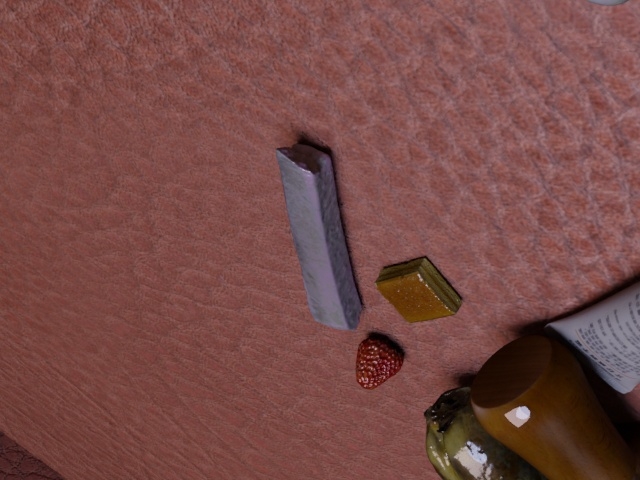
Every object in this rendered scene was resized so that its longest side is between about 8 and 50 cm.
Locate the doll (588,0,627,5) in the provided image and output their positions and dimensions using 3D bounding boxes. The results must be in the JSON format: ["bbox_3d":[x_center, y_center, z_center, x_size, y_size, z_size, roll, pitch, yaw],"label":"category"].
[{"bbox_3d":[0.190,-0.351,0.913,0.174,0.235,0.330,-37,121,10],"label":"doll"}]

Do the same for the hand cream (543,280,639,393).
[{"bbox_3d":[0.391,0.111,1.383,0.139,0.089,0.314,40,151,-1],"label":"hand cream"}]

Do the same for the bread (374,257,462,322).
[{"bbox_3d":[0.136,0.072,1.591,0.090,0.035,0.094,48,144,-20],"label":"bread"}]

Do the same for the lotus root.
[{"bbox_3d":[0.272,0.332,1.684,0.152,0.160,0.275,-19,118,45],"label":"lotus root"}]

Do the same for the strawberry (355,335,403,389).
[{"bbox_3d":[0.082,0.188,1.740,0.073,0.083,0.073,33,161,13],"label":"strawberry"}]

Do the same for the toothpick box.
[{"bbox_3d":[0.336,0.271,1.525,0.294,0.192,0.192,47,144,-19],"label":"toothpick box"}]

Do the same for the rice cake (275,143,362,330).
[{"bbox_3d":[0.000,0.000,1.597,0.072,0.056,0.365,21,144,29],"label":"rice cake"}]
